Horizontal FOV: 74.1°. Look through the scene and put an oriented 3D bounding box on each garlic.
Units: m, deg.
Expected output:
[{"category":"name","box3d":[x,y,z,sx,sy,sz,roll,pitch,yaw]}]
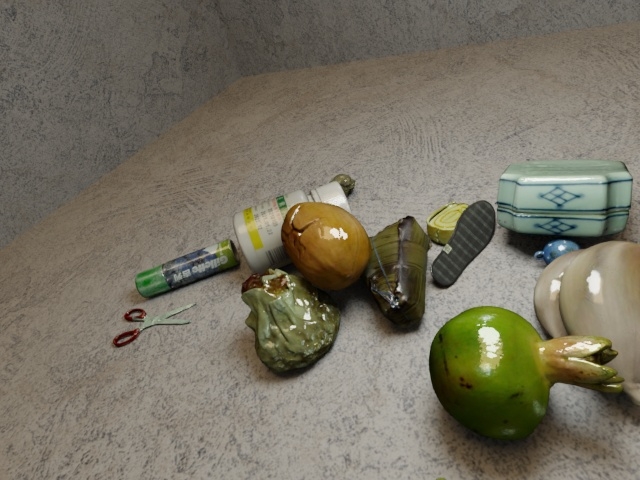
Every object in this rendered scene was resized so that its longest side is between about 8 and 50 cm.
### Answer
[{"category":"garlic","box3d":[0.541,0.152,0.828,0.231,0.245,0.340,-45,21,60]}]

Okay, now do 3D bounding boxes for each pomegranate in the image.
[{"category":"pomegranate","box3d":[0.338,0.219,0.736,0.301,0.236,0.236,-27,25,41]}]

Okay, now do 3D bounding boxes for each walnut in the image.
[{"category":"walnut","box3d":[0.000,0.000,1.085,0.203,0.203,0.298,-34,45,-18]}]

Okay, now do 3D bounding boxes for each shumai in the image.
[{"category":"shumai","box3d":[-0.079,0.169,1.030,0.189,0.218,0.256,-12,34,32]}]

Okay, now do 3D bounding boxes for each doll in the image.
[{"category":"doll","box3d":[-0.013,-0.155,1.525,0.285,0.091,0.202,-24,1,-24]}]

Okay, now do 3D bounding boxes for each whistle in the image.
[{"category":"whistle","box3d":[0.591,0.032,1.000,0.157,0.090,0.090,-5,38,20]}]

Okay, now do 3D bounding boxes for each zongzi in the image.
[{"category":"zongzi","box3d":[0.132,0.098,1.111,0.300,0.138,0.286,-14,42,32]}]

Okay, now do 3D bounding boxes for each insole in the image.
[{"category":"insole","box3d":[0.388,0.001,1.138,0.110,0.012,0.309,44,65,4]}]

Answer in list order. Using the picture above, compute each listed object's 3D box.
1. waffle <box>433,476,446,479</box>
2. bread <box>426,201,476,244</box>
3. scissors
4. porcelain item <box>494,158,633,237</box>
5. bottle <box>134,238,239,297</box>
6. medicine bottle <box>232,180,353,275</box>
[{"category":"waffle","box3d":[0.201,0.474,0.651,0.169,0.036,0.183,22,54,41]},{"category":"bread","box3d":[0.381,-0.051,1.223,0.156,0.064,0.117,-31,42,-17]},{"category":"scissors","box3d":[-0.502,0.245,1.296,0.247,0.017,0.144,-13,37,7]},{"category":"porcelain item","box3d":[0.600,-0.110,1.065,0.285,0.157,0.281,4,21,28]},{"category":"bottle","box3d":[-0.435,0.093,1.394,0.330,0.093,0.093,-21,36,-1]},{"category":"medicine bottle","box3d":[-0.077,-0.044,1.305,0.339,0.208,0.208,-21,36,-2]}]
